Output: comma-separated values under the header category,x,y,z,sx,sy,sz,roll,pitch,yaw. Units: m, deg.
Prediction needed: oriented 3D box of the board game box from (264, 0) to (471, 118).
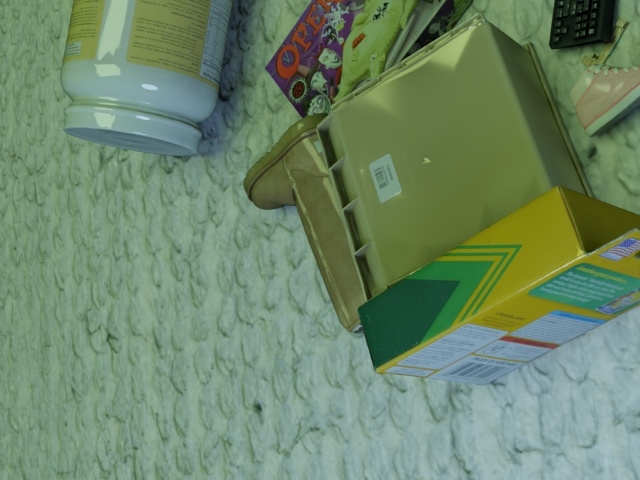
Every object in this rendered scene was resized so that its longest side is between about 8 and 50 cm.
category,x,y,z,sx,sy,sz,roll,pitch,yaw
board game box,0.076,-0.303,1.476,0.347,0.056,0.208,-53,46,22

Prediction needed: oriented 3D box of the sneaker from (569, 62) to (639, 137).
category,x,y,z,sx,sy,sz,roll,pitch,yaw
sneaker,0.327,-0.176,1.194,0.134,0.051,0.070,-39,72,36

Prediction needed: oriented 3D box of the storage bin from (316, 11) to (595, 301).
category,x,y,z,sx,sy,sz,roll,pitch,yaw
storage bin,0.151,-0.079,1.277,0.260,0.123,0.262,-29,62,28

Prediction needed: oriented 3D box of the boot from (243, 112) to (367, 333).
category,x,y,z,sx,sy,sz,roll,pitch,yaw
boot,0.000,0.000,1.445,0.269,0.089,0.236,67,155,13

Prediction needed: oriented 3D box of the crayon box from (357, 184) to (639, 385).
category,x,y,z,sx,sy,sz,roll,pitch,yaw
crayon box,0.226,0.046,1.145,0.323,0.203,0.083,-33,59,34

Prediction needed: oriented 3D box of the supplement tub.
category,x,y,z,sx,sy,sz,roll,pitch,yaw
supplement tub,-0.260,-0.310,1.663,0.241,0.241,0.331,6,85,44

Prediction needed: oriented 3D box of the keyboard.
category,x,y,z,sx,sy,sz,roll,pitch,yaw
keyboard,0.315,-0.310,1.255,0.108,0.023,0.180,0,77,44

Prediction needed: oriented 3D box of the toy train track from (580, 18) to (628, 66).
category,x,y,z,sx,sy,sz,roll,pitch,yaw
toy train track,0.320,-0.213,1.243,0.048,0.014,0.083,43,110,40
